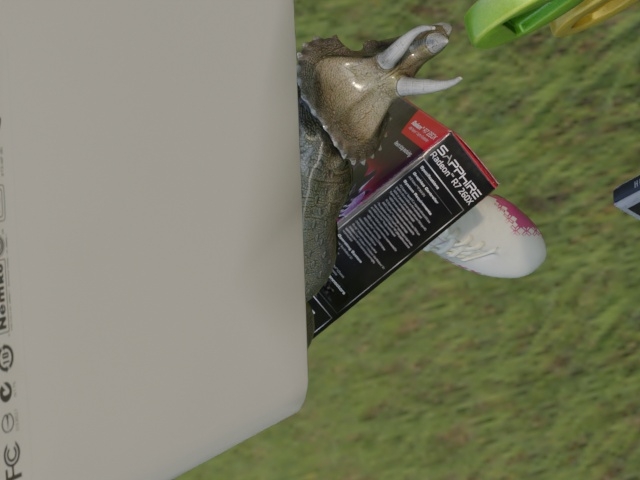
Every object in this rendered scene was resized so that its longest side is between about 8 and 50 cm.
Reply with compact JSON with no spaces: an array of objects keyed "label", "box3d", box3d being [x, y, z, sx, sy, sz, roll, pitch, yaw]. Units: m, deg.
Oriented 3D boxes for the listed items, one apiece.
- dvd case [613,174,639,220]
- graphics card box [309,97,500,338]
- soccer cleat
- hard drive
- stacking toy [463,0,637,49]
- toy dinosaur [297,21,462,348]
[{"label":"dvd case","box3d":[0.503,-0.040,1.801,0.179,0.238,0.029,-32,42,45]},{"label":"graphics card box","box3d":[0.000,0.000,1.642,0.094,0.371,0.233,49,-178,-20]},{"label":"soccer cleat","box3d":[0.141,-0.022,1.873,0.116,0.331,0.143,-53,16,30]},{"label":"hard drive","box3d":[-0.104,-0.003,0.599,0.047,0.353,0.233,2,99,26]},{"label":"stacking toy","box3d":[0.257,-0.304,1.368,0.309,0.279,0.130,-34,79,47]},{"label":"toy dinosaur","box3d":[-0.019,-0.033,1.042,0.160,0.121,0.313,-97,29,-70]}]
